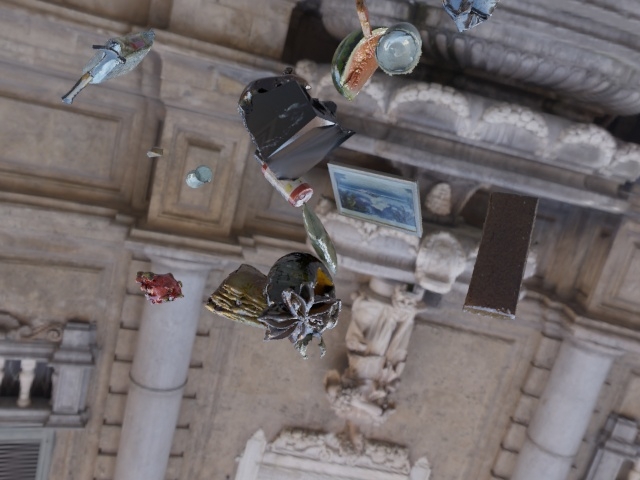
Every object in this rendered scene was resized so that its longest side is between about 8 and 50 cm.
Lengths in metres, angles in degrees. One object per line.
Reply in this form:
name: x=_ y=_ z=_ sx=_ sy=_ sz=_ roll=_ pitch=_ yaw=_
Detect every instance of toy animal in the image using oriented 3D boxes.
toy animal: x=0.005 y=0.270 z=1.771 sx=0.094 sy=0.185 sz=0.214 roll=17 pitch=-175 yaw=21

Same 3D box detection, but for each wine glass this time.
wine glass: x=-0.448 y=-0.236 z=2.073 sx=0.074 sy=0.073 sz=0.155 roll=8 pitch=176 yaw=-26
wine glass: x=0.256 y=-0.626 z=1.801 sx=0.144 sy=0.143 sz=0.321 roll=15 pitch=-153 yaw=2

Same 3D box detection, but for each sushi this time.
sushi: x=-0.084 y=-0.277 z=1.302 sx=0.212 sy=0.215 sz=0.227 roll=58 pitch=-157 yaw=12

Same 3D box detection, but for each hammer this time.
hammer: x=-0.578 y=-0.410 z=1.389 sx=0.078 sy=0.201 sz=0.021 roll=36 pitch=-152 yaw=-43

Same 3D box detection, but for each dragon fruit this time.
dragon fruit: x=-0.646 y=0.188 z=2.232 sx=0.208 sy=0.150 sz=0.133 roll=33 pitch=168 yaw=-6

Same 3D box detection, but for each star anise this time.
star anise: x=-0.066 y=0.185 z=1.381 sx=0.073 sy=0.197 sz=0.212 roll=50 pitch=-176 yaw=36

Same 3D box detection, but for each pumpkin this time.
pumpkin: x=-0.066 y=0.194 z=1.998 sx=0.192 sy=0.320 sz=0.320 roll=-15 pitch=180 yaw=26

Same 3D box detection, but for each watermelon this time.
watermelon: x=0.134 y=-0.667 z=1.977 sx=0.159 sy=0.303 sz=0.128 roll=36 pitch=-177 yaw=2

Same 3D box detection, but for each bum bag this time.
bum bag: x=0.296 y=-0.657 z=1.307 sx=0.340 sy=0.144 sz=0.095 roll=50 pitch=-142 yaw=-11

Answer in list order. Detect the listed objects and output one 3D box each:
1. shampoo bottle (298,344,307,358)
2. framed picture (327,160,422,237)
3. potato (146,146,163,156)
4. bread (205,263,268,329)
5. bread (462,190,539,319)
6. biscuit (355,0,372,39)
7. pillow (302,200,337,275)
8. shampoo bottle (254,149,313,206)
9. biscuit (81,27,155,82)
shampoo bottle: x=-0.081 y=0.423 z=2.280 sx=0.034 sy=0.140 sz=0.049 roll=-6 pitch=-160 yaw=33
framed picture: x=0.177 y=-0.134 z=1.800 sx=0.315 sy=0.231 sz=0.024 roll=16 pitch=-129 yaw=29
potato: x=-0.625 y=-0.337 z=2.096 sx=0.093 sy=0.037 sz=0.036 roll=5 pitch=162 yaw=46
bread: x=-0.293 y=0.224 z=2.381 sx=0.325 sy=0.166 sz=0.277 roll=15 pitch=-151 yaw=10
bread: x=0.582 y=0.044 z=1.793 sx=0.165 sy=0.416 sz=0.113 roll=14 pitch=163 yaw=16
biscuit: x=0.118 y=-0.746 z=1.681 sx=0.036 sy=0.249 sz=0.165 roll=-13 pitch=165 yaw=10
pillow: x=0.000 y=0.000 z=2.085 sx=0.302 sy=0.075 sz=0.184 roll=64 pitch=-177 yaw=-58
shampoo bottle: x=-0.153 y=-0.255 z=2.149 sx=0.278 sy=0.104 sz=0.104 roll=47 pitch=-154 yaw=19
biscuit: x=-0.638 y=-0.589 z=1.785 sx=0.079 sy=0.186 sz=0.309 roll=46 pitch=-154 yaw=-13
